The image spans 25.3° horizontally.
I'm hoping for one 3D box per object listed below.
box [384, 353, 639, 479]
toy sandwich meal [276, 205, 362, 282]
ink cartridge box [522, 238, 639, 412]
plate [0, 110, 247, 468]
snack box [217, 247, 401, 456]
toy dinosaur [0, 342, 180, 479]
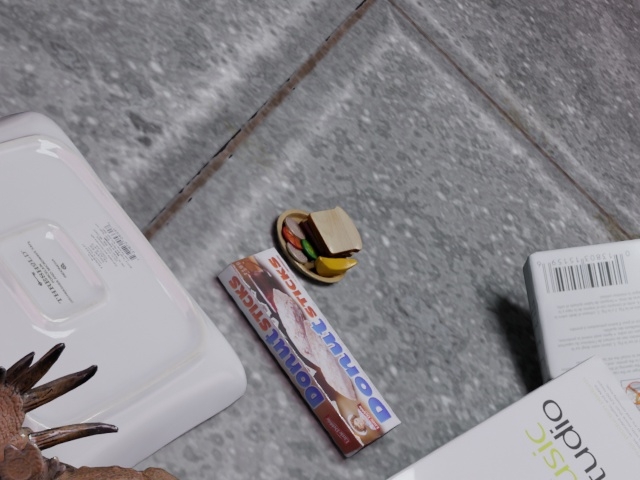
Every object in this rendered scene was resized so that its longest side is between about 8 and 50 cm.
[{"bbox_3d":[0.194,0.242,1.139,0.322,0.058,0.232,-22,72,-46],"label":"box"},{"bbox_3d":[0.000,0.000,1.231,0.085,0.029,0.085,30,36,-25],"label":"toy sandwich meal"},{"bbox_3d":[0.345,0.113,1.333,0.060,0.275,0.239,85,-3,-74],"label":"ink cartridge box"},{"bbox_3d":[-0.192,0.032,0.964,0.277,0.045,0.278,51,32,7],"label":"plate"},{"bbox_3d":[-0.009,0.087,1.136,0.178,0.022,0.064,54,32,10],"label":"snack box"},{"bbox_3d":[-0.110,0.159,0.777,0.295,0.127,0.200,30,9,-15],"label":"toy dinosaur"}]
